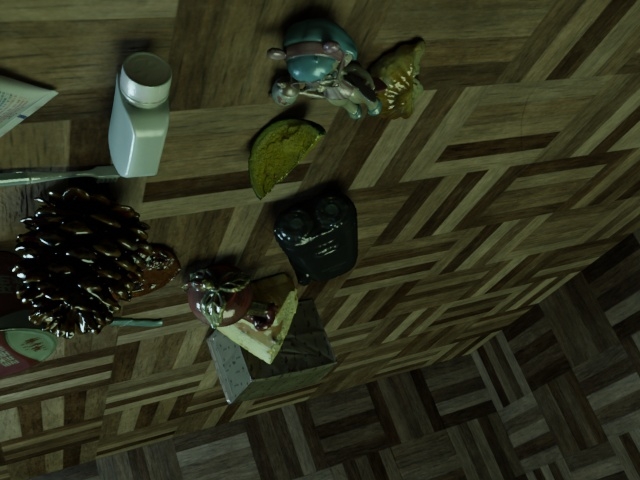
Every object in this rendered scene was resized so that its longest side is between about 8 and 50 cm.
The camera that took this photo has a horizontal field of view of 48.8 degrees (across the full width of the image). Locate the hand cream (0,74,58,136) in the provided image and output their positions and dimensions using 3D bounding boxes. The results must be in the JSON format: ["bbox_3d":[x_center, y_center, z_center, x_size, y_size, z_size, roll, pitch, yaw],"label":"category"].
[{"bbox_3d":[-0.460,-0.183,0.887,0.133,0.083,0.248,-27,167,16],"label":"hand cream"}]

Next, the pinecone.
[{"bbox_3d":[-0.406,0.033,1.198,0.224,0.272,0.224,12,163,4],"label":"pinecone"}]

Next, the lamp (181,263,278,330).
[{"bbox_3d":[-0.215,0.134,1.682,0.215,0.151,0.223,14,179,11],"label":"lamp"}]

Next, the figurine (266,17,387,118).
[{"bbox_3d":[0.007,-0.260,1.107,0.205,0.102,0.260,9,173,27],"label":"figurine"}]

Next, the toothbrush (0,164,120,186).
[{"bbox_3d":[-0.484,-0.096,1.109,0.342,0.025,0.030,-7,156,-32],"label":"toothbrush"}]

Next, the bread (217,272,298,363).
[{"bbox_3d":[-0.172,0.169,1.902,0.211,0.224,0.183,-57,168,-31],"label":"bread"}]

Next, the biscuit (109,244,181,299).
[{"bbox_3d":[-0.394,0.071,1.526,0.192,0.049,0.192,-22,157,-10],"label":"biscuit"}]

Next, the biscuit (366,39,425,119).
[{"bbox_3d":[0.132,-0.262,1.231,0.118,0.061,0.183,-18,158,-4],"label":"biscuit"}]

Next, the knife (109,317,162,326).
[{"bbox_3d":[-0.486,0.207,1.790,0.028,0.015,0.210,-29,156,33],"label":"knife"}]

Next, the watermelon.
[{"bbox_3d":[-0.059,-0.160,1.258,0.181,0.092,0.075,-46,162,30],"label":"watermelon"}]

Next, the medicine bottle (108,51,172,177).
[{"bbox_3d":[-0.256,-0.178,0.999,0.069,0.119,0.183,-7,151,-24],"label":"medicine bottle"}]

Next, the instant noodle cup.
[{"bbox_3d":[-0.623,0.138,1.304,0.235,0.178,0.235,-18,157,-8],"label":"instant noodle cup"}]

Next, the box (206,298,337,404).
[{"bbox_3d":[-0.144,0.323,2.078,0.297,0.225,0.190,-7,151,-32],"label":"box"}]

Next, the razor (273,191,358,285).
[{"bbox_3d":[-0.001,-0.003,1.625,0.189,0.107,0.327,-21,158,-3],"label":"razor"}]
